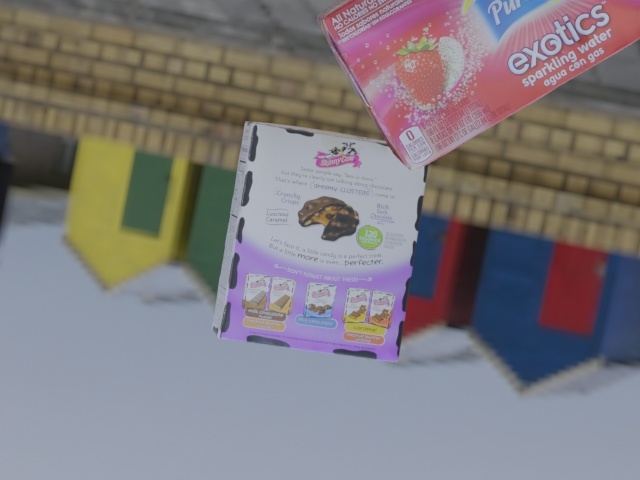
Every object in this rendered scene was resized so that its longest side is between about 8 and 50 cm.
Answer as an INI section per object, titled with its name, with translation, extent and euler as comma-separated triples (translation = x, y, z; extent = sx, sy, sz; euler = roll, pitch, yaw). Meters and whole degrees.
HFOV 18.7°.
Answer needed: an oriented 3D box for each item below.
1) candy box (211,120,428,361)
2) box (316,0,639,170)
[candy box]
translation = 0.000, 0.000, 1.752
extent = 0.164, 0.196, 0.070
euler = 9, -177, -10
[box]
translation = 0.135, -0.164, 1.310
extent = 0.256, 0.123, 0.128
euler = -30, -173, 2
